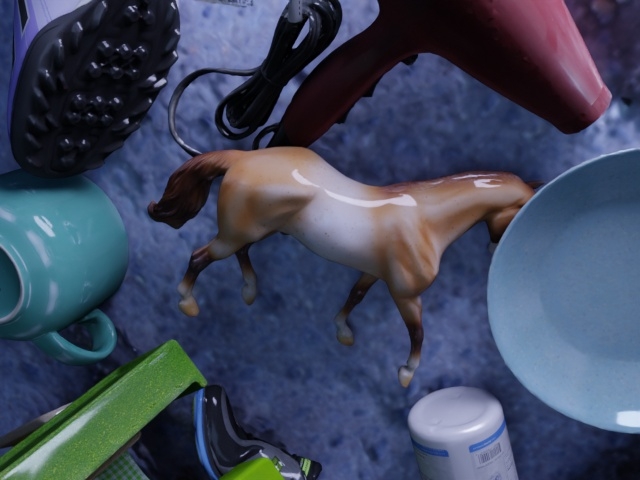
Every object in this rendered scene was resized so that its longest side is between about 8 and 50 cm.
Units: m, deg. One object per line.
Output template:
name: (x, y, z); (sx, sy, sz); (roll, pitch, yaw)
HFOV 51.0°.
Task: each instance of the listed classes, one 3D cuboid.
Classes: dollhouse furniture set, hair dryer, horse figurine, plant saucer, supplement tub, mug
dollhouse furniture set: (-0.177, 0.230, 0.510); (0.302, 0.151, 0.197); (-30, 97, 41)
hair dryer: (0.036, -0.128, 0.425); (0.294, 0.080, 0.223); (13, 140, 11)
horse figurine: (0.000, 0.000, 0.465); (0.263, 0.066, 0.174); (20, 123, 0)
plant saucer: (0.208, 0.032, 0.437); (0.195, 0.037, 0.194); (4, 109, 12)
supplement tub: (0.109, 0.170, 0.497); (0.071, 0.071, 0.107); (-10, 105, 19)
mug: (-0.221, 0.020, 0.525); (0.158, 0.097, 0.129); (34, 114, 3)

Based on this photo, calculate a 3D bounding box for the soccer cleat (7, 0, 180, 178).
soccer cleat: (-0.153, -0.193, 0.444); (0.116, 0.109, 0.318); (37, 118, 25)

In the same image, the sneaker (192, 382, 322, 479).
sneaker: (-0.042, 0.193, 0.560); (0.078, 0.067, 0.188); (-34, 95, 2)
